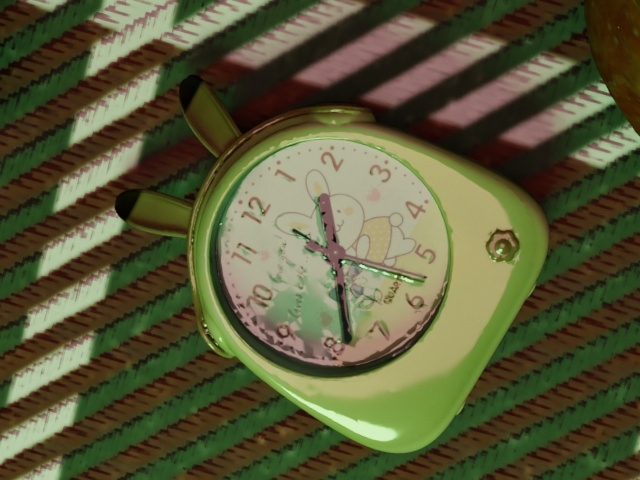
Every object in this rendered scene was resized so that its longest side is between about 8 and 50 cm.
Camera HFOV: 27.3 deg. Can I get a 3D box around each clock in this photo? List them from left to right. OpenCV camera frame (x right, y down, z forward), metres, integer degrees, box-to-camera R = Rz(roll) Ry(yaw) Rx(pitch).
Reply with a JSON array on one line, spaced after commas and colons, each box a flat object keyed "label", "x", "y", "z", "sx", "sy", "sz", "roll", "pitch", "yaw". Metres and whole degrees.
[{"label": "clock", "x": 0.000, "y": 0.000, "z": 0.746, "sx": 0.232, "sy": 0.069, "sz": 0.170, "roll": 30, "pitch": 101, "yaw": 0}]

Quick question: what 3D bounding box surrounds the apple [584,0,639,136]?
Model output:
[{"label": "apple", "x": 0.267, "y": -0.139, "z": 0.609, "sx": 0.277, "sy": 0.250, "sz": 0.310, "roll": -1, "pitch": 102, "yaw": 4}]
